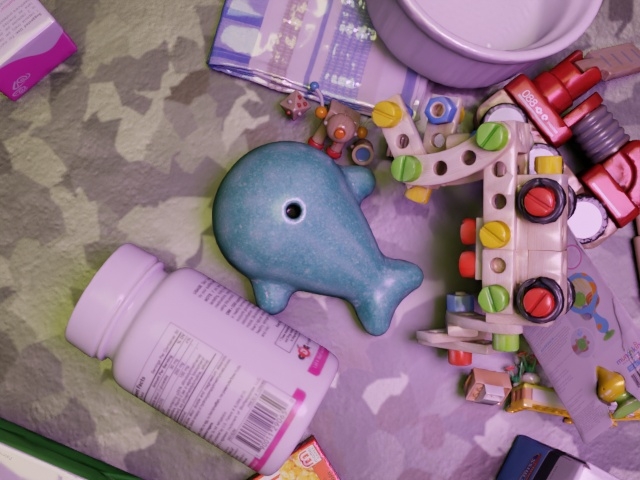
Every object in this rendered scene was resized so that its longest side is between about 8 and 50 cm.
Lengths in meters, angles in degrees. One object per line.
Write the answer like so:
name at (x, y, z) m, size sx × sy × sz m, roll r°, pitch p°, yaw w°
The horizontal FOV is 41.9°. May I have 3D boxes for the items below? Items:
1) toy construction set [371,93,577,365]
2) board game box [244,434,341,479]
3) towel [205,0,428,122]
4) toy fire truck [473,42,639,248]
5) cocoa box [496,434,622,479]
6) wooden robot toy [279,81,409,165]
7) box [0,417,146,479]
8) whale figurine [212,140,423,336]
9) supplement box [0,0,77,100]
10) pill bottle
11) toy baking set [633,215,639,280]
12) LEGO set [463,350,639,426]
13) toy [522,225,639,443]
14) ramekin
toy construction set at (0.170, -0.002, 0.925) m, size 0.215 × 0.151 × 0.328 m, roll 2°, pitch 108°, yaw 29°
board game box at (-0.050, 0.350, 1.003) m, size 0.193 × 0.045 × 0.147 m, roll -33°, pitch 87°, yaw -5°
towel at (0.014, -0.278, 1.072) m, size 0.284 × 0.034 × 0.209 m, roll 16°, pitch 83°, yaw 0°
toy fire truck at (0.337, -0.138, 1.029) m, size 0.246 × 0.158 × 0.217 m, roll -39°, pitch 87°, yaw 5°
cocoa box at (0.269, 0.428, 0.916) m, size 0.231 × 0.228 × 0.347 m, roll 28°, pitch 84°, yaw 0°
wooden robot toy at (0.028, -0.129, 1.024) m, size 0.173 × 0.079 × 0.076 m, roll 24°, pitch 111°, yaw -8°
box at (-0.357, 0.344, 0.953) m, size 0.261 × 0.127 × 0.231 m, roll 25°, pitch 82°, yaw -1°
whale figurine at (0.000, 0.000, 0.990) m, size 0.272 × 0.141 × 0.216 m, roll 39°, pitch 83°, yaw -5°
supplement box at (-0.417, -0.296, 1.017) m, size 0.114 × 0.111 × 0.220 m, roll -42°, pitch 87°, yaw -5°
pill bottle at (-0.136, 0.131, 0.963) m, size 0.283 × 0.160 × 0.160 m, roll 32°, pitch 84°, yaw 1°
toy baking set at (0.493, 0.005, 1.069) m, size 0.196 × 0.030 × 0.256 m, roll -12°, pitch 85°, yaw -6°
LEGO set at (0.322, 0.157, 1.010) m, size 0.286 × 0.132 × 0.107 m, roll -1°, pitch 66°, yaw 20°
toy at (0.291, 0.088, 0.935) m, size 0.056 × 0.137 × 0.237 m, roll 4°, pitch 48°, yaw -30°
ramekin at (0.185, -0.319, 1.002) m, size 0.277 × 0.135 × 0.277 m, roll 3°, pitch 78°, yaw -12°
